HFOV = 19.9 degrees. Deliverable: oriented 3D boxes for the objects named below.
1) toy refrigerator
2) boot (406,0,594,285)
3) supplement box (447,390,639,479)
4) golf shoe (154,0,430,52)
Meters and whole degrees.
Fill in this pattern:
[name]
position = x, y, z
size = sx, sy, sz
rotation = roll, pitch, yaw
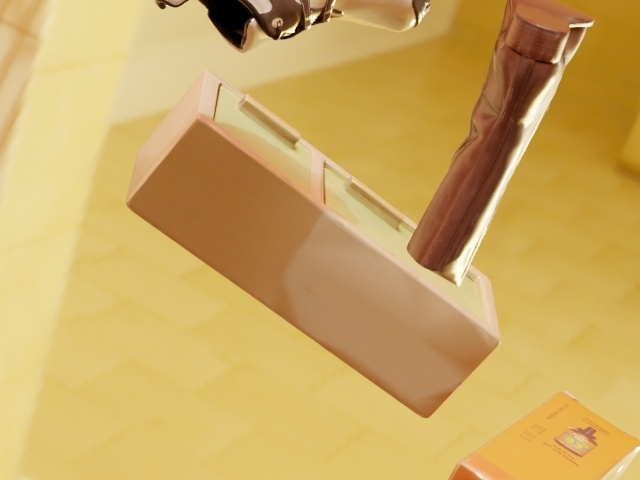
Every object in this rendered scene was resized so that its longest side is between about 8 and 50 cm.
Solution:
[toy refrigerator]
position = 0.000, 0.000, 1.297
size = 0.094, 0.269, 0.102
rotation = -49, 15, 20
[boot]
position = 0.071, -0.042, 0.737
size = 0.106, 0.037, 0.114
rotation = -40, -28, -69
[supplement box]
position = 0.152, 0.177, 1.296
size = 0.233, 0.078, 0.080
rotation = -20, -40, -62
[golf shoe]
position = -0.023, -0.153, 1.135
size = 0.198, 0.077, 0.094
rotation = 18, -100, -29
